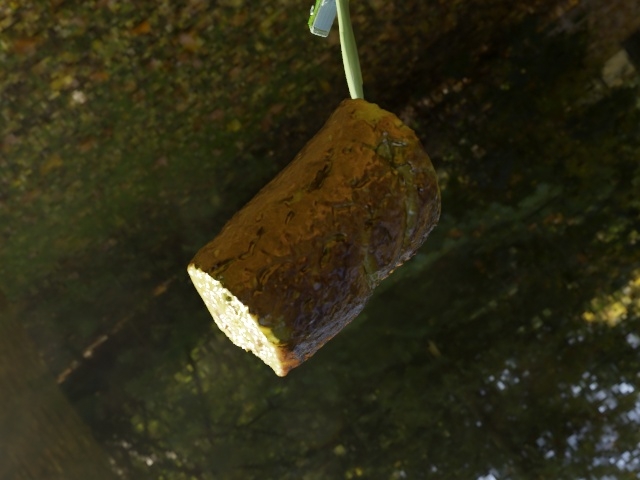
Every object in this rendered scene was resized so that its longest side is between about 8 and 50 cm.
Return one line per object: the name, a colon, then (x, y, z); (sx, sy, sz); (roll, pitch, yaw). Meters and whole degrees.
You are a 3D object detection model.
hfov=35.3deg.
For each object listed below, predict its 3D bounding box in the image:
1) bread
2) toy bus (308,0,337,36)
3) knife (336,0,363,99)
bread: (0.000, 0.000, 0.694); (0.172, 0.103, 0.132); (-45, 150, -16)
toy bus: (0.010, -0.316, 1.332); (0.037, 0.031, 0.083); (-99, -152, -55)
knife: (0.022, -0.224, 0.936); (0.014, 0.207, 0.030); (-1, -157, 24)
